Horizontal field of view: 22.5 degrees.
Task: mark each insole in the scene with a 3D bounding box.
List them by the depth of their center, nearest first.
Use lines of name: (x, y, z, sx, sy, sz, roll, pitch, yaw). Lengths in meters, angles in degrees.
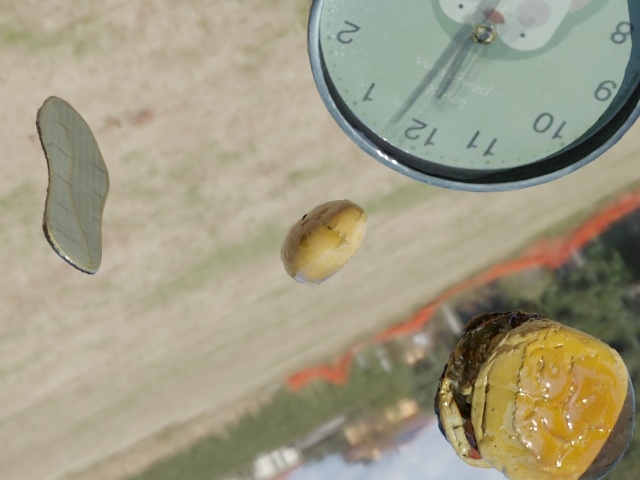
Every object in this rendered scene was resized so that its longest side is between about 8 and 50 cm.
insole: (-0.295, -0.072, 1.924, 0.009, 0.119, 0.348, -41, -150, 19)

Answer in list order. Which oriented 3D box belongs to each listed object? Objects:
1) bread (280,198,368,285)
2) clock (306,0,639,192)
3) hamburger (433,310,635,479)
bread: (0.000, 0.000, 1.934, 0.114, 0.077, 0.189, -59, -170, -11)
clock: (0.142, -0.181, 1.406, 0.319, 0.319, 0.066, -31, -151, 28)
hamburger: (0.285, 0.211, 2.128, 0.244, 0.244, 0.163, -27, -158, -17)
